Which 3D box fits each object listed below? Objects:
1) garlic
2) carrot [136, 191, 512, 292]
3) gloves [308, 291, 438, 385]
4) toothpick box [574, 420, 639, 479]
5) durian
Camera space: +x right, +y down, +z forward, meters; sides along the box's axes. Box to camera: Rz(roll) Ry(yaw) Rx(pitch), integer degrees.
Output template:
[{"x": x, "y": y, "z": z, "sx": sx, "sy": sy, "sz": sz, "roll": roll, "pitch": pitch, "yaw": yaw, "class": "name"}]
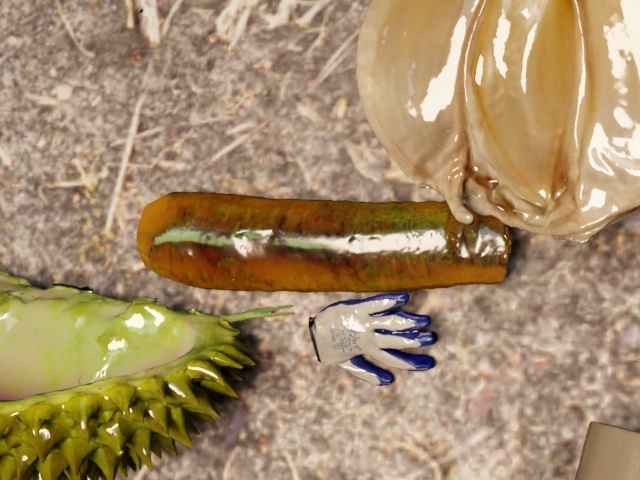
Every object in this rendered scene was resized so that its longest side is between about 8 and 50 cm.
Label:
[{"x": 0.139, "y": -0.098, "z": 0.576, "sx": 0.229, "sy": 0.143, "sz": 0.178, "roll": 11, "pitch": 102, "yaw": 24, "class": "garlic"}, {"x": 0.000, "y": 0.000, "z": 0.641, "sx": 0.260, "sy": 0.070, "sz": 0.070, "roll": 0, "pitch": 79, "yaw": 18, "class": "carrot"}, {"x": 0.036, "y": 0.066, "z": 0.628, "sx": 0.086, "sy": 0.026, "sz": 0.064, "roll": -11, "pitch": 109, "yaw": 21, "class": "gloves"}, {"x": 0.177, "y": 0.200, "z": 0.512, "sx": 0.111, "sy": 0.111, "sz": 0.181, "roll": 13, "pitch": 82, "yaw": 21, "class": "toothpick box"}, {"x": -0.215, "y": 0.087, "z": 0.653, "sx": 0.355, "sy": 0.157, "sz": 0.170, "roll": 4, "pitch": 64, "yaw": 20, "class": "durian"}]
